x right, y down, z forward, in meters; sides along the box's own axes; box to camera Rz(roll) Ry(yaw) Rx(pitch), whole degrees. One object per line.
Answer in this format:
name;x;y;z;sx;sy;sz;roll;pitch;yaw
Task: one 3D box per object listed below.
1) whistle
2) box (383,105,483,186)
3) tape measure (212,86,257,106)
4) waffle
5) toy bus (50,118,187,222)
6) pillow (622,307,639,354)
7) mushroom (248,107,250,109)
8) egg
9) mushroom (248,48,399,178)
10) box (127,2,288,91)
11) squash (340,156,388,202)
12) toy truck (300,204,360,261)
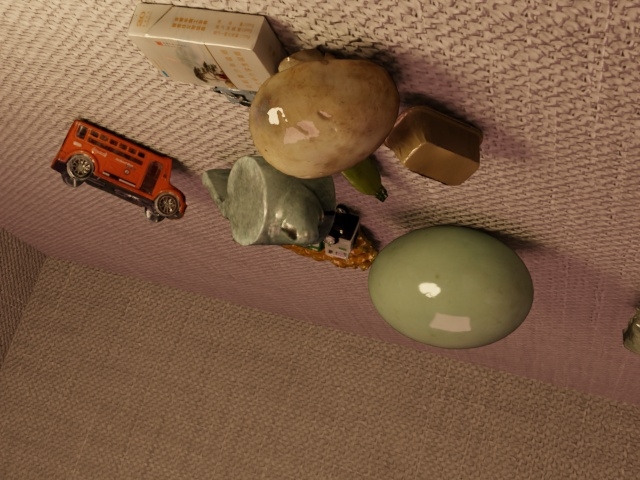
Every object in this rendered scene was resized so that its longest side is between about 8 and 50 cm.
whistle;-0.120;-0.078;1.877;0.168;0.188;0.405;-1;180;-30
box;0.193;-0.161;1.471;0.177;0.111;0.111;17;168;-33
tape measure;-0.137;-0.271;1.547;0.094;0.054;0.091;9;169;35
waffle;0.000;0.000;2.313;0.325;0.068;0.302;12;164;16
toy bus;-0.471;-0.161;2.118;0.329;0.153;0.143;25;165;-19
pillow;0.838;0.204;1.970;0.284;0.138;0.310;4;163;15
mushroom;-0.081;-0.211;1.675;0.084;0.071;0.209;43;174;27
egg;0.285;0.104;1.961;0.389;0.276;0.276;6;161;34
mushroom;0.007;-0.200;1.388;0.184;0.255;0.255;59;178;21
box;-0.178;-0.311;1.430;0.233;0.067;0.149;11;162;21
squash;0.067;-0.148;1.722;0.066;0.066;0.252;9;162;29
toy truck;-0.028;-0.031;2.118;0.243;0.101;0.125;16;145;10
